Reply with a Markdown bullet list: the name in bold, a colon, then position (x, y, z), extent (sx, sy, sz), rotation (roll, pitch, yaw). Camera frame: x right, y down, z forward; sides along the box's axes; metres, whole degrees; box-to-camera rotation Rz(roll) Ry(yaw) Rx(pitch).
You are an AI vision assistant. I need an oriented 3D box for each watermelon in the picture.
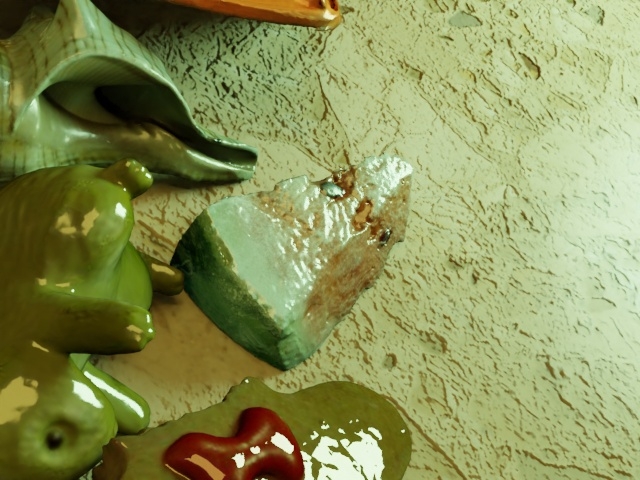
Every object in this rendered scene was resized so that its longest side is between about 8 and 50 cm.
- **watermelon**: position (0.000, 0.000, 0.944), extent (0.241, 0.094, 0.154), rotation (-36, 79, -32)

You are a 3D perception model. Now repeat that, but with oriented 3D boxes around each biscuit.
- **biscuit**: position (0.009, 0.272, 0.702), extent (0.368, 0.076, 0.394), rotation (-14, 60, -45)

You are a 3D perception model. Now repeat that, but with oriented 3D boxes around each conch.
- **conch**: position (-0.236, -0.133, 0.910), extent (0.386, 0.203, 0.169), rotation (-6, 59, -34)

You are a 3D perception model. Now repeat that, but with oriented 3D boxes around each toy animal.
- **toy animal**: position (-0.210, 0.112, 0.767), extent (0.180, 0.181, 0.363), rotation (3, 56, -1)

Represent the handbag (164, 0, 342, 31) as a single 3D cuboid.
- **handbag**: position (-0.174, -0.302, 0.976), extent (0.410, 0.116, 0.303), rotation (8, 17, -10)
